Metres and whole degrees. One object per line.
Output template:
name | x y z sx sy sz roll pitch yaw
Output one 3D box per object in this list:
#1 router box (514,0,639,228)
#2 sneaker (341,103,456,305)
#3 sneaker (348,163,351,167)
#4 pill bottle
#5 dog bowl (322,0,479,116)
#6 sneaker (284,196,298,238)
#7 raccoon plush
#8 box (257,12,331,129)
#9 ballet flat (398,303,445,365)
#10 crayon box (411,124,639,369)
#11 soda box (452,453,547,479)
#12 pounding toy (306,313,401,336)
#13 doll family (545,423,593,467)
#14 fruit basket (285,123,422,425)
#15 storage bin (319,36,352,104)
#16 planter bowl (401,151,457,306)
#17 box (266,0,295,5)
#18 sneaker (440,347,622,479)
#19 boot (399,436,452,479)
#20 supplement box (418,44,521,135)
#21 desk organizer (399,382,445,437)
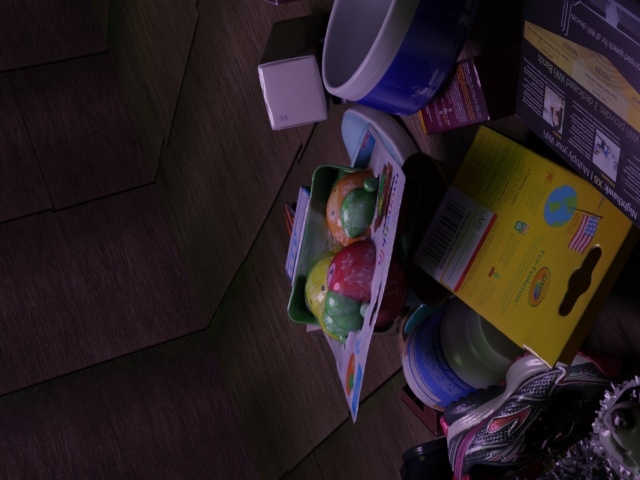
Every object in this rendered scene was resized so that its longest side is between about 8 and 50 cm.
router box | 0.318 -0.166 1.225 0.309 0.081 0.243 -126 27 -46
sneaker | 0.089 -0.060 1.867 0.135 0.150 0.366 104 145 -54
sneaker | 0.072 -0.052 2.066 0.076 0.065 0.166 -175 71 -75
pill bottle | 0.221 0.143 1.652 0.272 0.152 0.152 130 122 -69
dog bowl | 0.101 -0.295 1.525 0.265 0.104 0.265 -163 90 -73
sneaker | 0.000 0.000 2.213 0.321 0.125 0.180 -177 71 -71
raccoon plush | 0.381 0.290 1.395 0.216 0.299 0.446 46 -177 26
box | -0.035 -0.279 1.955 0.275 0.094 0.113 -85 -17 -65
ballet flat | 0.156 0.134 1.967 0.206 0.073 0.067 99 157 -48
crayon box | 0.252 0.008 1.415 0.202 0.081 0.318 -63 31 10
soda box | 0.259 0.370 1.824 0.263 0.092 0.083 99 149 -51
pounding toy | 0.055 0.075 1.996 0.269 0.154 0.154 87 -175 -73
doll family | 0.336 0.285 1.567 0.111 0.076 0.193 67 164 4
fruit basket | 0.042 0.029 1.616 0.353 0.165 0.327 -91 11 -74
storage bin | 0.059 -0.271 1.870 0.098 0.091 0.135 -168 62 -69
planter bowl | 0.185 -0.020 1.698 0.217 0.090 0.217 173 90 -70
box | -0.027 -0.549 1.730 0.143 0.191 0.381 -138 36 -58
sneaker | 0.272 0.224 1.517 0.299 0.121 0.112 -46 40 45
boot | 0.207 0.455 2.036 0.246 0.094 0.207 99 153 -65
supplement box | 0.202 -0.188 1.505 0.188 0.104 0.080 177 77 -71
desk organizer | 0.183 0.273 2.036 0.130 0.047 0.050 -136 37 -55
